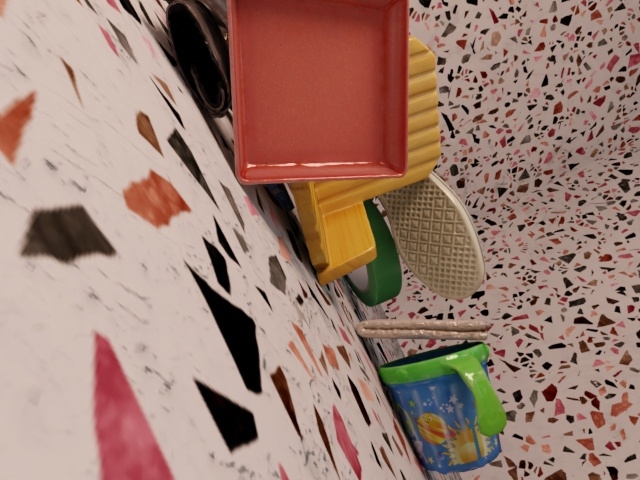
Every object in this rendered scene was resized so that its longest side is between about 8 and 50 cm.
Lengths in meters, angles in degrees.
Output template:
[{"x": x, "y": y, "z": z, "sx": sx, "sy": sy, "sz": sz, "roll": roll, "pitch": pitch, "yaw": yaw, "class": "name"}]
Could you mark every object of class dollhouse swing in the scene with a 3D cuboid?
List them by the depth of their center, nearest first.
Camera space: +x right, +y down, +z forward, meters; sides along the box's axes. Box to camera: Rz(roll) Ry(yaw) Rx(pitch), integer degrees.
[{"x": 0.099, "y": -0.161, "z": 0.826, "sx": 0.315, "sy": 0.305, "sz": 0.347, "roll": -98, "pitch": 176, "yaw": -57, "class": "dollhouse swing"}]

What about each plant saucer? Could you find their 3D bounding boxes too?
[{"x": 0.000, "y": -0.210, "z": 0.618, "sx": 0.048, "sy": 0.258, "sz": 0.259, "roll": 17, "pitch": -69, "yaw": 63, "class": "plant saucer"}]

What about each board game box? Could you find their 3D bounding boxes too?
[{"x": -0.083, "y": -0.108, "z": 0.837, "sx": 0.090, "sy": 0.020, "sz": 0.090, "roll": 64, "pitch": 5, "yaw": 26, "class": "board game box"}]

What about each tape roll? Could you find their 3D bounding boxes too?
[{"x": 0.111, "y": 0.022, "z": 1.277, "sx": 0.321, "sy": 0.077, "sz": 0.321, "roll": 160, "pitch": -90, "yaw": -77, "class": "tape roll"}]

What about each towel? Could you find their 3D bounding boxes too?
[{"x": 0.227, "y": 0.200, "z": 1.043, "sx": 0.187, "sy": 0.282, "sz": 0.049, "roll": 48, "pitch": 42, "yaw": -73, "class": "towel"}]

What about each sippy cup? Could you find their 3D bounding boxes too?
[{"x": 0.264, "y": 0.350, "z": 0.973, "sx": 0.305, "sy": 0.240, "sz": 0.224, "roll": 17, "pitch": 56, "yaw": -68, "class": "sippy cup"}]

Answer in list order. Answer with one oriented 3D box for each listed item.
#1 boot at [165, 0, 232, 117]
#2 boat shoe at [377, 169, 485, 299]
[{"x": -0.138, "y": -0.232, "z": 0.648, "sx": 0.229, "sy": 0.091, "sz": 0.263, "roll": -98, "pitch": 167, "yaw": -49, "class": "boot"}, {"x": 0.234, "y": -0.089, "z": 1.109, "sx": 0.156, "sy": 0.187, "sz": 0.500, "roll": 5, "pitch": 49, "yaw": -55, "class": "boat shoe"}]
